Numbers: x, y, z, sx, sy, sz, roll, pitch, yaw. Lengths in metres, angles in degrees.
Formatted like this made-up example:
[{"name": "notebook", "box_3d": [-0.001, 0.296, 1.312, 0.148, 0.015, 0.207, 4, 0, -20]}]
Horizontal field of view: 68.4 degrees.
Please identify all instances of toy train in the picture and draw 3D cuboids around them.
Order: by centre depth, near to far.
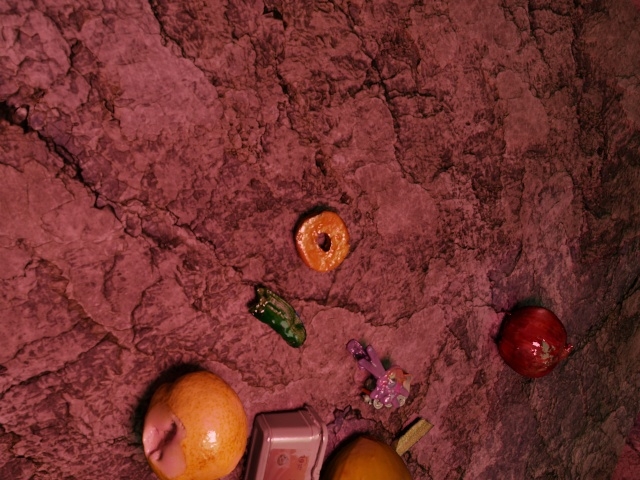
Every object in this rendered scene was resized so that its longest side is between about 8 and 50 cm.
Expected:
[{"name": "toy train", "box_3d": [0.221, 0.502, 1.595, 0.176, 0.074, 0.118, 7, 87, -27]}]

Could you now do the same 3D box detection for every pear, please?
[{"name": "pear", "box_3d": [-0.310, 0.461, 1.169, 0.271, 0.271, 0.271, -7, 104, -29]}]

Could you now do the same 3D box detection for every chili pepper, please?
[{"name": "chili pepper", "box_3d": [-0.119, 0.215, 1.332, 0.224, 0.061, 0.098, 48, 62, -26]}]

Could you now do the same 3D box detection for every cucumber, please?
[{"name": "cucumber", "box_3d": [0.315, 0.712, 1.709, 0.220, 0.046, 0.070, -34, 114, -22]}]

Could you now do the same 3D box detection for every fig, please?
[{"name": "fig", "box_3d": [0.146, 0.798, 1.478, 0.343, 0.343, 0.343, -7, 104, -29]}]

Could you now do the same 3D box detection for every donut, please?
[{"name": "donut", "box_3d": [0.000, 0.000, 1.354, 0.162, 0.065, 0.178, -21, 112, -20]}]

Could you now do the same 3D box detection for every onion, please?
[{"name": "onion", "box_3d": [0.825, 0.392, 1.816, 0.276, 0.276, 0.276, -7, 104, -29]}]

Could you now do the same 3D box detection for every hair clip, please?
[{"name": "hair clip", "box_3d": [0.187, 0.434, 1.500, 0.137, 0.090, 0.278, -46, 103, -18]}]

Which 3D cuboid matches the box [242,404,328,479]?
[{"name": "box", "box_3d": [-0.115, 0.654, 1.378, 0.183, 0.175, 0.311, 9, 96, -22]}]
